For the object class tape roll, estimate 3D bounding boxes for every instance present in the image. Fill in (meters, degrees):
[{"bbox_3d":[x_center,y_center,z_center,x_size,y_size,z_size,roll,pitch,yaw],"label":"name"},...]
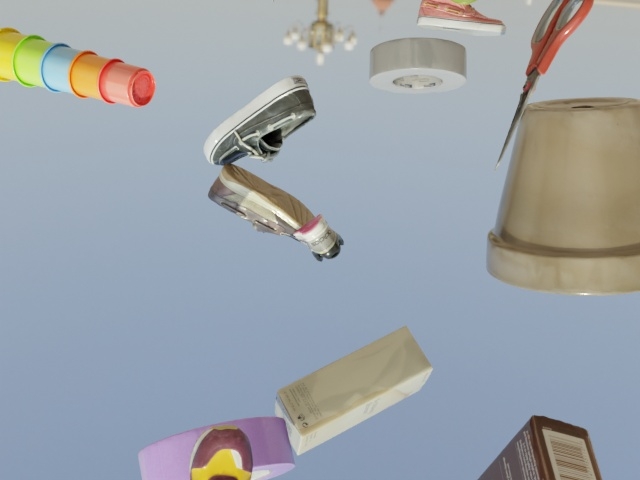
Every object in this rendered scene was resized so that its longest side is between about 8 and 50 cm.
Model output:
[{"bbox_3d":[0.219,-0.391,1.937,0.219,0.072,0.219,0,175,0],"label":"tape roll"},{"bbox_3d":[-0.189,0.403,1.571,0.275,0.275,0.090,-7,-111,-21],"label":"tape roll"}]

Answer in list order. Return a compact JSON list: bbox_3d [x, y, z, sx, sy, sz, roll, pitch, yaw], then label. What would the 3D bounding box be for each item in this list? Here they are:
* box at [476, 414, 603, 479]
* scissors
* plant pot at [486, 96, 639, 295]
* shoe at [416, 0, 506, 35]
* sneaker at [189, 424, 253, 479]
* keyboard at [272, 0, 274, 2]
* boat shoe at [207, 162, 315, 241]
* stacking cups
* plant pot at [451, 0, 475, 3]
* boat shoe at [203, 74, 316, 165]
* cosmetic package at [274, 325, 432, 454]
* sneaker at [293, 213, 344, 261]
[{"bbox_3d":[0.401,0.547,1.713,0.143,0.381,0.191,18,-142,-15],"label":"box"},{"bbox_3d":[0.300,-0.230,1.221,0.021,0.297,0.109,28,180,-19],"label":"scissors"},{"bbox_3d":[0.433,-0.087,1.415,0.323,0.280,0.323,-4,-165,1],"label":"plant pot"},{"bbox_3d":[0.284,-0.456,1.706,0.178,0.081,0.063,9,-176,9],"label":"shoe"},{"bbox_3d":[-0.103,0.280,0.872,0.070,0.185,0.084,6,-162,-20],"label":"sneaker"},{"bbox_3d":[-0.112,-0.599,1.666,0.033,0.317,0.201,0,-115,25],"label":"keyboard"},{"bbox_3d":[-0.117,-0.063,1.861,0.285,0.092,0.102,31,-153,-31],"label":"boat shoe"},{"bbox_3d":[-0.412,-0.289,1.431,0.316,0.096,0.096,14,-154,25],"label":"stacking cups"},{"bbox_3d":[0.253,-0.470,1.510,0.083,0.083,0.079,8,174,12],"label":"plant pot"},{"bbox_3d":[-0.120,-0.211,1.734,0.306,0.105,0.113,-30,167,35],"label":"boat shoe"},{"bbox_3d":[0.065,0.313,1.792,0.309,0.160,0.113,-24,-113,-15],"label":"cosmetic package"},{"bbox_3d":[0.000,0.000,1.487,0.063,0.074,0.170,-36,-175,-3],"label":"sneaker"}]
